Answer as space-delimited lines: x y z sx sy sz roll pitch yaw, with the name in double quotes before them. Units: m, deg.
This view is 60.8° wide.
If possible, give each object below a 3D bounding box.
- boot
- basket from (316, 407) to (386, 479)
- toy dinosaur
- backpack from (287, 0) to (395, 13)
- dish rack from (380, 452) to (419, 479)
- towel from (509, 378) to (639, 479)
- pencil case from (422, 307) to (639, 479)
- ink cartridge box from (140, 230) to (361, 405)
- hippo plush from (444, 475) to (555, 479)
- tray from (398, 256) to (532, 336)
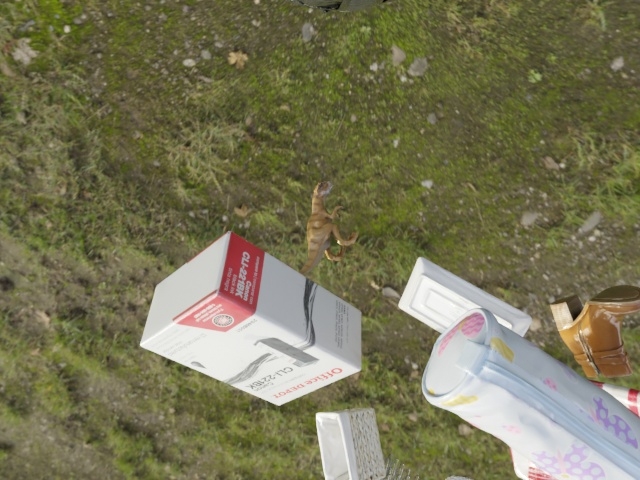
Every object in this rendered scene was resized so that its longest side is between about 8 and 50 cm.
"boot" 0.503 0.162 0.942 0.073 0.197 0.152 -23 85 -21
"basket" 0.069 0.463 1.230 0.103 0.167 0.113 -3 166 -32
"toy dinosaur" 0.000 0.000 0.928 0.112 0.211 0.064 24 146 -23
"backpack" 0.073 -0.448 0.783 0.290 0.355 0.273 -10 125 -2
"dish rack" 0.153 0.583 1.356 0.208 0.271 0.074 23 89 -39
"towel" 0.415 0.314 0.828 0.329 0.037 0.237 1 113 54
"pencil case" 0.239 0.183 0.563 0.273 0.124 0.113 34 96 -5
"ink cartridge box" -0.096 0.133 0.832 0.273 0.114 0.197 33 131 -31
"hippo plush" 0.264 0.374 0.675 0.234 0.236 0.294 47 114 27
"tray" 0.302 0.159 1.186 0.270 0.030 0.145 30 118 23
